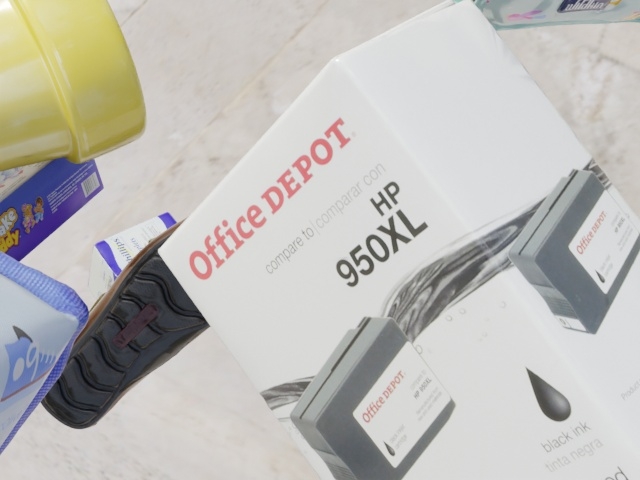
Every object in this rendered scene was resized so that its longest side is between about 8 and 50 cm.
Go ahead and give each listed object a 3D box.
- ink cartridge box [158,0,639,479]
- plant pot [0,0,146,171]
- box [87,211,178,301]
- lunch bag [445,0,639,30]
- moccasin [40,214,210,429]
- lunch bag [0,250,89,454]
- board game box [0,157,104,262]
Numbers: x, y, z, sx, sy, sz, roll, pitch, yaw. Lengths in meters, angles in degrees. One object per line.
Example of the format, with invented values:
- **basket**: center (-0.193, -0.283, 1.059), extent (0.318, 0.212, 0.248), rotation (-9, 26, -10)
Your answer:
- **ink cartridge box**: center (0.099, 0.069, 0.940), extent (0.166, 0.285, 0.395), rotation (-31, 82, -44)
- **plant pot**: center (-0.347, -0.175, 1.343), extent (0.239, 0.254, 0.254), rotation (-28, 94, -17)
- **box**: center (-0.282, 0.038, 1.965), extent (0.137, 0.126, 0.072), rotation (-26, 65, -30)
- **lunch bag**: center (0.216, -0.273, 1.133), extent (0.223, 0.262, 0.160), rotation (-4, 112, -11)
- **moccasin**: center (-0.201, 0.083, 1.602), extent (0.139, 0.147, 0.380), rotation (37, 109, -10)
- **lunch bag**: center (-0.328, 0.147, 0.506), extent (0.239, 0.328, 0.385), rotation (37, 109, 6)
- **board game box**: center (-0.443, -0.011, 1.434), extent (0.347, 0.233, 0.078), rotation (-51, 135, -48)
